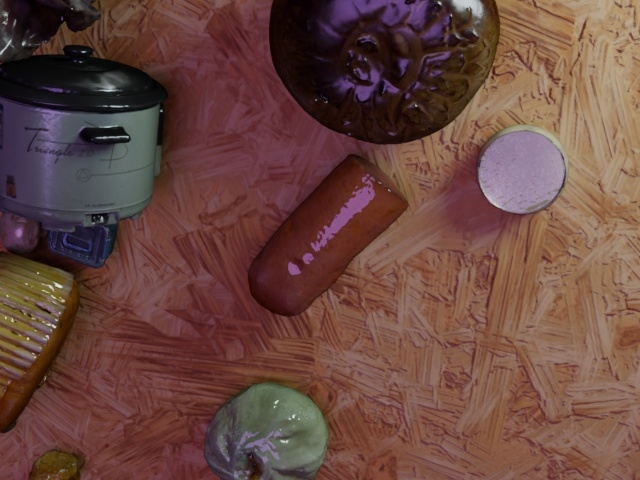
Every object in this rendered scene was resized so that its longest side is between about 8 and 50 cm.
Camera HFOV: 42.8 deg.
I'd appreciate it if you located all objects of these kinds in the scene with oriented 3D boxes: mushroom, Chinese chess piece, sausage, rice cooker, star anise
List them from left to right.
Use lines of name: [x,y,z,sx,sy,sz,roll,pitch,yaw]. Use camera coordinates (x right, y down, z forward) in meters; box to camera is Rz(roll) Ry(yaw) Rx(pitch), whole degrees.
mushroom: [-0.463,-0.019,1.272,0.083,0.067,0.084,2,93,44]
star anise: [-0.362,-0.362,1.077,0.331,0.117,0.332,-17,58,29]
rice cooker: [-0.334,-0.151,1.117,0.241,0.280,0.227,-5,115,-32]
sausage: [0.000,0.000,1.151,0.113,0.113,0.259,44,108,-2]
mushroom: [0.076,-0.257,1.033,0.297,0.163,0.278,-5,105,16]
Chinese chess piece: [0.270,-0.095,1.095,0.122,0.051,0.122,4,106,14]

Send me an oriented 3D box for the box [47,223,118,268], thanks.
box: [-0.362,-0.008,1.257,0.099,0.054,0.074,20,107,7]

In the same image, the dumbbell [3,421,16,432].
dumbbell: [-0.553,0.316,1.357,0.046,0.118,0.052,-5,103,10]

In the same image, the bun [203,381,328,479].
bun: [-0.083,0.317,1.255,0.195,0.118,0.196,2,102,11]

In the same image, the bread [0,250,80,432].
bread: [-0.483,0.162,1.271,0.156,0.204,0.288,27,114,-19]

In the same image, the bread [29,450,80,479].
bread: [-0.447,0.389,1.377,0.083,0.081,0.046,4,98,-22]
